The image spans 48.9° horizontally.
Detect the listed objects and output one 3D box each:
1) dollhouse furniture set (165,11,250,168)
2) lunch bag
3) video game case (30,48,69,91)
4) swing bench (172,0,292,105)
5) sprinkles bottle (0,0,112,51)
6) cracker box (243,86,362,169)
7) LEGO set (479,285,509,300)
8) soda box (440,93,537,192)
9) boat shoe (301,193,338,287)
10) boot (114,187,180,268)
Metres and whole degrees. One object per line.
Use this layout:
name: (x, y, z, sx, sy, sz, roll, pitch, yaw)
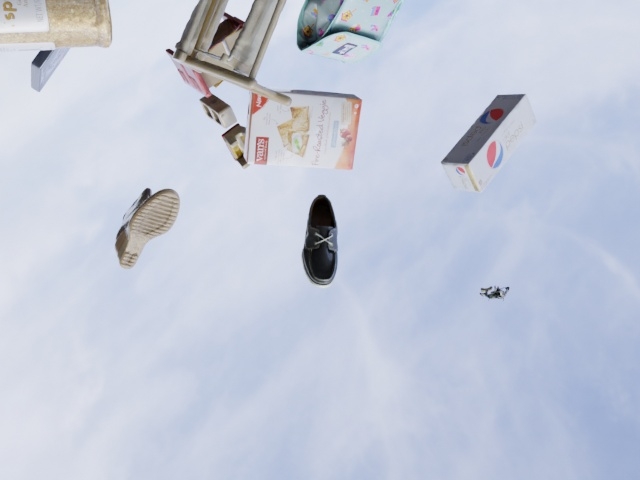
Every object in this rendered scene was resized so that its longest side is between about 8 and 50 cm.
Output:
dollhouse furniture set: (-0.242, -0.415, 1.965, 0.201, 0.374, 0.152, -38, -135, -14)
lunch bag: (0.075, -0.594, 1.866, 0.160, 0.224, 0.262, 49, -56, 32)
video game case: (-0.521, -0.448, 1.473, 0.274, 0.026, 0.196, -62, -161, -13)
swing bench: (-0.146, -0.428, 1.347, 0.255, 0.165, 0.253, 25, -83, 23)
sprinkles bottle: (-0.505, -0.344, 1.064, 0.356, 0.121, 0.121, -8, -151, -18)
cracker box: (-0.039, -0.236, 1.486, 0.233, 0.155, 0.067, 1, -159, -14)
LEGO set: (0.320, 0.098, 1.287, 0.054, 0.023, 0.083, -8, -179, 16)
soda box: (0.326, -0.189, 1.352, 0.069, 0.073, 0.216, 13, -127, 49)
boat shoe: (0.000, 0.000, 1.626, 0.084, 0.079, 0.232, 3, -124, -4)
boot: (-0.414, -0.073, 1.662, 0.248, 0.090, 0.206, -50, -149, 24)
